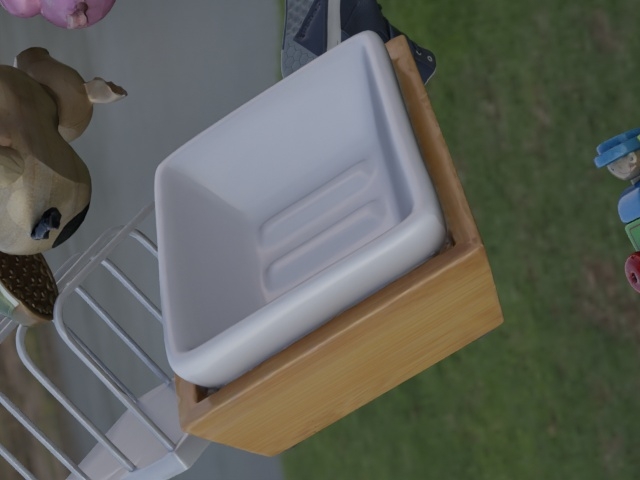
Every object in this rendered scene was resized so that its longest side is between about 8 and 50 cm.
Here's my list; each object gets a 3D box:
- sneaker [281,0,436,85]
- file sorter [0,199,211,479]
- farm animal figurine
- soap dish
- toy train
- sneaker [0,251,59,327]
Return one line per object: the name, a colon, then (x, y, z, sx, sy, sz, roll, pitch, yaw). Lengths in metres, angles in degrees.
sneaker: (0.043, -0.237, 1.703, 0.086, 0.163, 0.226, -6, 73, 47)
file sorter: (-0.189, 0.111, 1.457, 0.173, 0.193, 0.278, 48, 138, -10)
farm animal figurine: (-0.154, -0.161, 0.913, 0.327, 0.172, 0.330, 14, 80, 47)
soap dish: (0.000, 0.000, 1.174, 0.118, 0.229, 0.291, 50, -166, -31)
toy train: (0.324, -0.050, 1.450, 0.143, 0.105, 0.248, 63, 163, 5)
sneaker: (-0.289, 0.000, 1.299, 0.192, 0.086, 0.064, 53, -149, -28)
